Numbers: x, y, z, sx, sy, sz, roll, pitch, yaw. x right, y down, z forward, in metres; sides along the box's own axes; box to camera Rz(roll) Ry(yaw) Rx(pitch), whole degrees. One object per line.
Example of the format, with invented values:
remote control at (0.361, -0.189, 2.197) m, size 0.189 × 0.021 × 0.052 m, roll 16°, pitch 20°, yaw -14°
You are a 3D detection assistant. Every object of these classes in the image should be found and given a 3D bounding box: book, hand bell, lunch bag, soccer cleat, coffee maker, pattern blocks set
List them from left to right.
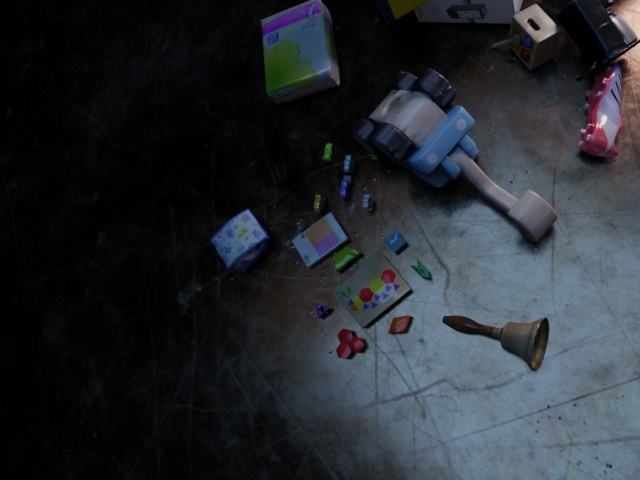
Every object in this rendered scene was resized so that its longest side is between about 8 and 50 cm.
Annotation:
lunch bag at (-0.233, -0.002, 1.635) m, size 0.151 × 0.096 × 0.128 m, roll -46°, pitch 63°, yaw 16°
book at (0.000, 0.000, 1.574) m, size 0.144 × 0.035 × 0.096 m, roll -35°, pitch 68°, yaw 10°
pattern blocks set at (0.135, 0.138, 1.481) m, size 0.325 × 0.026 × 0.285 m, roll -33°, pitch 66°, yaw 11°
hand bell at (0.409, 0.217, 1.318) m, size 0.242 × 0.126 × 0.126 m, roll 12°, pitch 80°, yaw 37°
coffee maker at (0.673, -0.518, 1.347) m, size 0.171 × 0.120 × 0.178 m, roll -30°, pitch 86°, yaw -24°
soccer cleat at (0.712, -0.321, 1.355) m, size 0.095 × 0.083 × 0.247 m, roll 21°, pitch 77°, yaw -4°

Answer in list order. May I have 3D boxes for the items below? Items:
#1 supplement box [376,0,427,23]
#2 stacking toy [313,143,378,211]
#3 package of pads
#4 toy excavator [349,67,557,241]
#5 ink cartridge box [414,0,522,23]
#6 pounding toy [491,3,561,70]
supplement box at (0.278, -0.794, 1.458) m, size 0.357 × 0.195 × 0.194 m, roll -27°, pitch 65°, yaw 15°
stacking toy at (0.076, -0.186, 1.584) m, size 0.167 × 0.052 × 0.221 m, roll 2°, pitch 76°, yaw 23°
package of pads at (-0.062, -0.600, 1.733) m, size 0.229 × 0.101 × 0.296 m, roll -12°, pitch 72°, yaw 20°
toy excavator at (0.349, -0.207, 1.400) m, size 0.222 × 0.445 × 0.433 m, roll -51°, pitch 22°, yaw 4°
ink cartridge box at (0.430, -0.744, 1.556) m, size 0.290 × 0.121 × 0.211 m, roll 12°, pitch 80°, yaw 26°
pounding toy at (0.545, -0.538, 1.457) m, size 0.100 × 0.130 × 0.141 m, roll -29°, pitch 66°, yaw 0°
